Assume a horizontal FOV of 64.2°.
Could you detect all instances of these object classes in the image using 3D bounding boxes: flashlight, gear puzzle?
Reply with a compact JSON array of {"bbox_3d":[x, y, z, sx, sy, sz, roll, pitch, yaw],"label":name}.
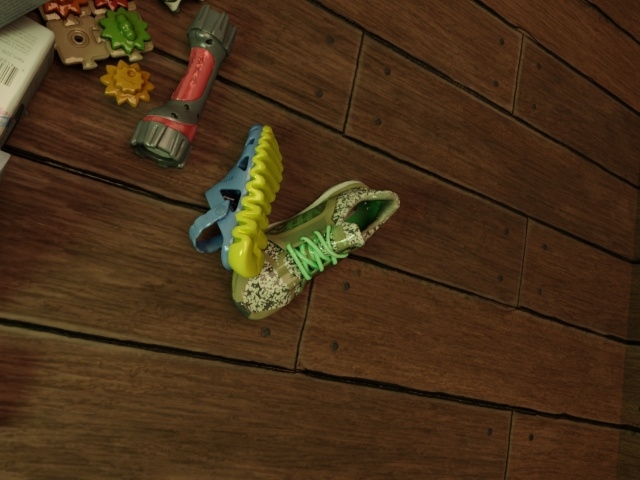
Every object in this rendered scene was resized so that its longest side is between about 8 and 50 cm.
[{"bbox_3d":[-0.244,-0.285,0.930,0.103,0.103,0.304,23,76,-24],"label":"flashlight"},{"bbox_3d":[-0.384,-0.380,0.858,0.175,0.044,0.339,-23,88,-30],"label":"gear puzzle"}]

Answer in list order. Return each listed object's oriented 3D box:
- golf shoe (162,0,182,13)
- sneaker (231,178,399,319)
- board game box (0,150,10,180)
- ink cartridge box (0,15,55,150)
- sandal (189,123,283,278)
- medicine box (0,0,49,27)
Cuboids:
[{"bbox_3d":[-0.240,-0.511,0.981,0.186,0.067,0.086,-47,135,-25],"label":"golf shoe"},{"bbox_3d":[0.000,0.000,1.001,0.410,0.182,0.158,-42,106,-25],"label":"sneaker"},{"bbox_3d":[-0.596,-0.039,0.609,0.318,0.066,0.319,26,118,-26],"label":"board game box"},{"bbox_3d":[-0.558,-0.212,0.722,0.226,0.131,0.306,28,73,-26],"label":"ink cartridge box"},{"bbox_3d":[-0.157,-0.087,0.958,0.126,0.138,0.317,68,30,-58],"label":"sandal"},{"bbox_3d":[-0.477,-0.386,0.534,0.149,0.289,0.263,-26,98,5],"label":"medicine box"}]
